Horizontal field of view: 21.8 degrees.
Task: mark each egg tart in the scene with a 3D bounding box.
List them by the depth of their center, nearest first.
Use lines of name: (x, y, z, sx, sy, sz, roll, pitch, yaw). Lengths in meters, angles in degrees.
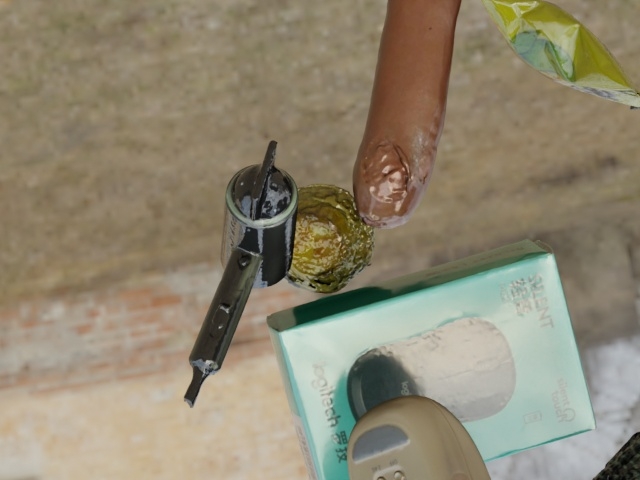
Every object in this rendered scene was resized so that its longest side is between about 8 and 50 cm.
egg tart: (0.000, 0.000, 1.854, 0.130, 0.130, 0.052, -11, -173, 19)

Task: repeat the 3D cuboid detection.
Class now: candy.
candy: (0.291, -0.232, 1.995, 0.297, 0.081, 0.187, 32, -172, 13)

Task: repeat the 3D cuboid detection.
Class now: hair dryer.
hair dryer: (-0.086, 0.047, 1.657, 0.078, 0.248, 0.195, 16, 153, 4)

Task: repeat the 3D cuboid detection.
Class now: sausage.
sausage: (0.107, -0.215, 1.850, 0.094, 0.419, 0.094, 17, 164, -26)

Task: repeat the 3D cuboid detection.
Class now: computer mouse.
computer mouse: (0.103, 0.262, 1.555, 0.082, 0.236, 0.145, -6, 163, -45)

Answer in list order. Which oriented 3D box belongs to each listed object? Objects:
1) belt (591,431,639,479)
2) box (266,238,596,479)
belt: (0.388, 0.297, 1.709, 0.295, 0.160, 0.207, -41, -161, -28)
box: (0.118, 0.137, 1.751, 0.311, 0.205, 0.118, -15, -170, -5)
